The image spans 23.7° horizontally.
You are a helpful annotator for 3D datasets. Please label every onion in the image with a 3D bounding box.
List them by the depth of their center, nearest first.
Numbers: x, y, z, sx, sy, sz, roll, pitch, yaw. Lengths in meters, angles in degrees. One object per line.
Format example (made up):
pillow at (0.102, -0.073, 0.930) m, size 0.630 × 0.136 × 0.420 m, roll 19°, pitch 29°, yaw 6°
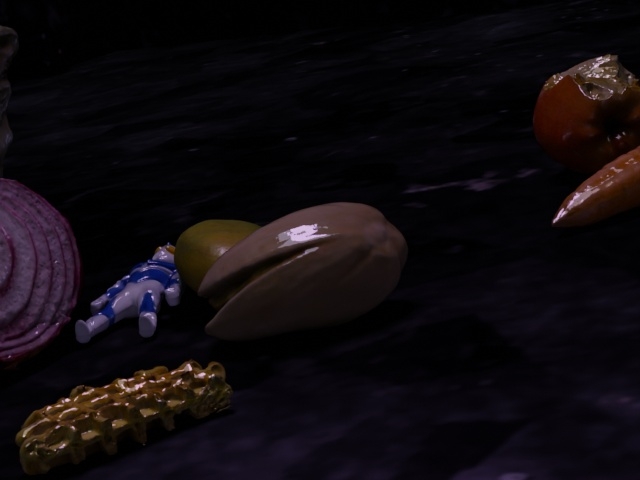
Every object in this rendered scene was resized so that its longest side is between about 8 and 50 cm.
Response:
onion at (-0.390, 0.034, 1.685) m, size 0.207 × 0.216 × 0.206 m, roll -10°, pitch 9°, yaw 37°

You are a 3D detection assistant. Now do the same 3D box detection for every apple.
apple at (0.352, -0.150, 1.934) m, size 0.156 × 0.147 × 0.158 m, roll 20°, pitch 25°, yaw -5°

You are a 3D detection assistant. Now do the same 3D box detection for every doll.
doll at (-0.203, 0.055, 1.754) m, size 0.114 × 0.057 × 0.227 m, roll -11°, pitch 16°, yaw 19°

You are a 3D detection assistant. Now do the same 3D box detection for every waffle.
waffle at (-0.175, 0.155, 1.369) m, size 0.192 × 0.046 × 0.160 m, roll -11°, pitch 12°, yaw 3°

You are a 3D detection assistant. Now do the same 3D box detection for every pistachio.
pistachio at (-0.018, 0.037, 1.564) m, size 0.226 × 0.135 × 0.136 m, roll -20°, pitch 15°, yaw -2°

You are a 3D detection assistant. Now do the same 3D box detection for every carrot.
carrot at (0.342, -0.056, 1.752) m, size 0.205 × 0.072 × 0.072 m, roll -28°, pitch 20°, yaw -25°

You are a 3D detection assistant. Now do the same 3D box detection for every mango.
mango at (-0.092, 0.025, 1.700) m, size 0.122 × 0.085 × 0.191 m, roll 4°, pitch 9°, yaw -31°

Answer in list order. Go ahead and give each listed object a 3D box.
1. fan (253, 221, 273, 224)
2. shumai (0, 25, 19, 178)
fan at (-0.066, -0.017, 1.933) m, size 0.182 × 0.010 × 0.310 m, roll 1°, pitch -4°, yaw -40°
shumai at (-0.640, -0.175, 2.440) m, size 0.324 × 0.323 × 0.397 m, roll -7°, pitch 13°, yaw 27°
